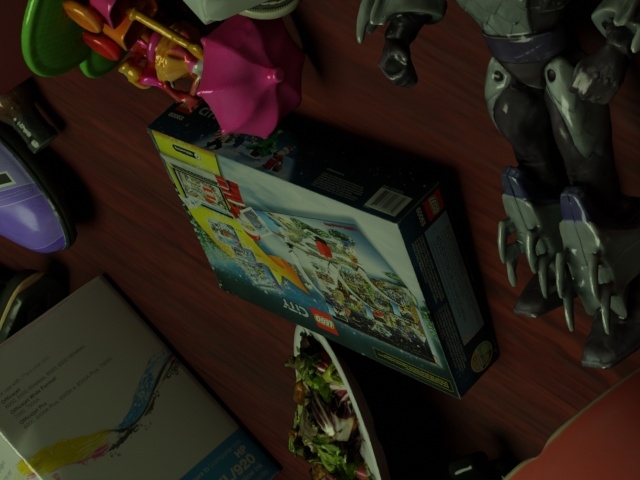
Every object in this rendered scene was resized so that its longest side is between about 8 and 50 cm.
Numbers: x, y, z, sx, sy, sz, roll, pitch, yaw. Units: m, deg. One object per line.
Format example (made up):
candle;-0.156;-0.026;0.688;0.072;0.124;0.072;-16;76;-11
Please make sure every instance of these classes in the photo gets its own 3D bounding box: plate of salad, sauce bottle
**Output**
plate of salad;0.007;0.154;1.333;0.200;0.048;0.199;164;90;-78
sauce bottle;-0.257;-0.125;1.449;0.128;0.042;0.042;53;151;0

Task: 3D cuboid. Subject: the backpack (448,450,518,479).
backpack;0.150;0.326;1.248;0.263;0.213;0.276;24;139;22

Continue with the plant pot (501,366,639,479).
plant pot;0.216;0.201;0.969;0.243;0.275;0.275;50;152;20

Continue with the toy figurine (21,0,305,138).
toy figurine;-0.083;-0.117;1.170;0.159;0.130;0.173;31;168;14

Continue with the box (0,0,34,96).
box;-0.259;-0.223;1.255;0.149;0.127;0.232;37;148;23

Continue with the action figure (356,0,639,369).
action figure;0.112;-0.083;0.937;0.185;0.099;0.285;17;134;52

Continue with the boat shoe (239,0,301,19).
boat shoe;-0.105;-0.189;1.075;0.206;0.075;0.065;18;168;3

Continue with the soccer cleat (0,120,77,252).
soccer cleat;-0.336;-0.062;1.552;0.318;0.116;0.108;33;146;29

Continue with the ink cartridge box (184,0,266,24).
ink cartridge box;-0.080;-0.236;0.980;0.208;0.087;0.153;50;156;38

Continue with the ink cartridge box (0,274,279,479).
ink cartridge box;-0.190;0.185;1.575;0.232;0.168;0.171;47;150;6

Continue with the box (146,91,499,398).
box;0.000;0.000;1.217;0.233;0.044;0.159;23;147;40

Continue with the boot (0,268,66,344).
boot;-0.306;0.045;1.683;0.137;0.077;0.198;50;150;12
